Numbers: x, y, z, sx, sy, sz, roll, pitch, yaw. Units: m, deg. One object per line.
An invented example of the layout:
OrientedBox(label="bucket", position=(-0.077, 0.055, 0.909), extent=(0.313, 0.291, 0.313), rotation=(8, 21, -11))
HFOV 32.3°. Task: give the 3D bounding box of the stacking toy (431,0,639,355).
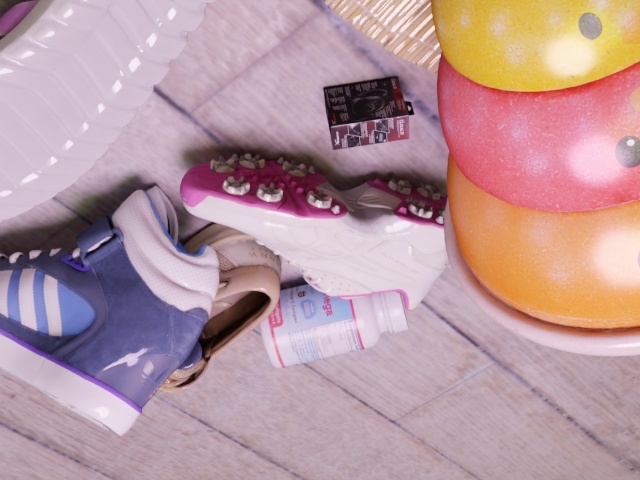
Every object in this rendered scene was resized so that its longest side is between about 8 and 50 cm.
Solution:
OrientedBox(label="stacking toy", position=(0.190, -0.168, 0.842), extent=(0.351, 0.350, 0.480), rotation=(-23, 133, 14))

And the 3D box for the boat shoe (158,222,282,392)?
OrientedBox(label="boat shoe", position=(-0.177, 0.107, 1.225), extent=(0.122, 0.110, 0.341), rotation=(31, 123, -33))

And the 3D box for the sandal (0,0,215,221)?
OrientedBox(label="sandal", position=(-0.231, -0.159, 0.968), extent=(0.416, 0.102, 0.169), rotation=(-41, 143, 12))

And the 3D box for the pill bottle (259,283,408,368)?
OrientedBox(label="pill bottle", position=(0.015, 0.087, 1.253), extent=(0.160, 0.087, 0.087), rotation=(-14, 135, 4))

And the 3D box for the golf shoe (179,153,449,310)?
OrientedBox(label="golf shoe", position=(0.000, 0.000, 1.131), extent=(0.306, 0.115, 0.140), rotation=(10, 118, -17))

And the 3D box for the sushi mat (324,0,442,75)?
OrientedBox(label="sushi mat", position=(0.157, -0.278, 0.959), extent=(0.151, 0.019, 0.316), rotation=(27, 125, -33))

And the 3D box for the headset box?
OrientedBox(label="headset box", position=(0.048, -0.123, 1.066), extent=(0.083, 0.062, 0.032), rotation=(-8, 136, -2))

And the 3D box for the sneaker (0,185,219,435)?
OrientedBox(label="sneaker", position=(-0.253, 0.036, 1.143), extent=(0.323, 0.236, 0.130), rotation=(24, 163, 28))
